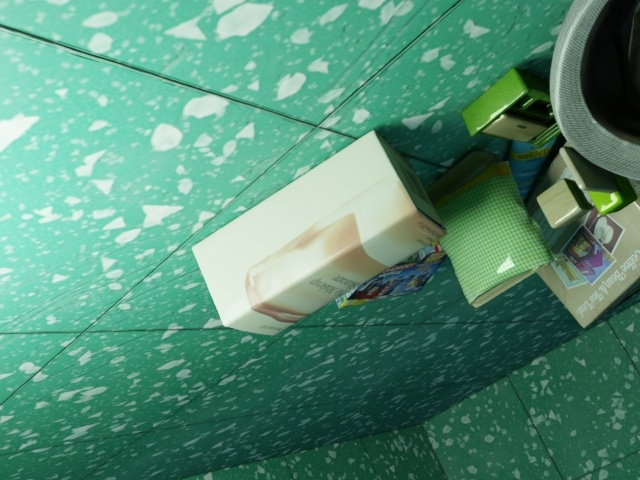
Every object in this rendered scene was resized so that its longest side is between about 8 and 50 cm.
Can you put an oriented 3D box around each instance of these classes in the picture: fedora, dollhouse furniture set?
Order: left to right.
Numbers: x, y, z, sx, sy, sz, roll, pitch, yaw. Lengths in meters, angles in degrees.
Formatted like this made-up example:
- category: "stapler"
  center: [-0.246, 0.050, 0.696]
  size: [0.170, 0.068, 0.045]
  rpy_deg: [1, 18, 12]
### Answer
- category: "dollhouse furniture set"
  center: [0.238, -0.055, 1.056]
  size: [0.151, 0.197, 0.301]
  rpy_deg: [3, 148, -42]
- category: "fedora"
  center: [0.405, -0.217, 0.888]
  size: [0.124, 0.244, 0.275]
  rpy_deg: [-42, 146, -51]

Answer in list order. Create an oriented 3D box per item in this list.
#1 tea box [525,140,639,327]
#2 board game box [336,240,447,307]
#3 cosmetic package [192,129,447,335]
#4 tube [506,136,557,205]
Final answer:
- category: "tea box"
  center: [0.528, -0.073, 1.234]
  size: [0.324, 0.220, 0.329]
  rpy_deg: [-30, 159, -19]
- category: "board game box"
  center: [0.141, 0.035, 1.345]
  size: [0.194, 0.060, 0.194]
  rpy_deg: [-8, 151, -35]
- category: "cosmetic package"
  center: [0.000, 0.000, 1.030]
  size: [0.296, 0.129, 0.153]
  rpy_deg: [-32, 158, 17]
- category: "tube"
  center: [0.324, -0.121, 1.210]
  size: [0.080, 0.052, 0.207]
  rpy_deg: [-19, 153, -8]
